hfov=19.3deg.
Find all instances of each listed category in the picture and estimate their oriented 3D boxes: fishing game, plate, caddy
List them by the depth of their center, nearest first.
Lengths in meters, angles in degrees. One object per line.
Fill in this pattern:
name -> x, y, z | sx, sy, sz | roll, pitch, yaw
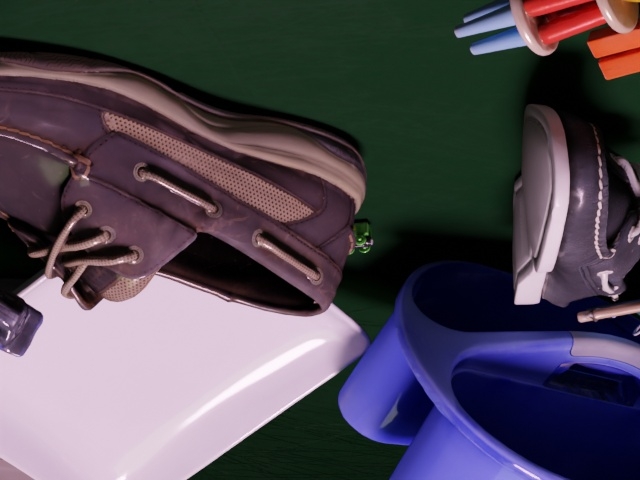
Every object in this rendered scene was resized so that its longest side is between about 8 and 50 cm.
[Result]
fishing game -> 0.299, 0.049, 1.429 | 0.189, 0.041, 0.264 | -10, 176, 16
plate -> -0.140, 0.083, 1.451 | 0.278, 0.045, 0.277 | -36, 135, 11
caddy -> 0.183, 0.138, 1.480 | 0.341, 0.241, 0.179 | 15, 127, -33

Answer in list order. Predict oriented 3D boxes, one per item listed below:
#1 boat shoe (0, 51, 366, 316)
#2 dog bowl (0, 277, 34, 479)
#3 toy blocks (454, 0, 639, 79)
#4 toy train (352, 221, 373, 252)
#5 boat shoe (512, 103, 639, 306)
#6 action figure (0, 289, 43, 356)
boat shoe -> -0.126, -0.027, 1.214 | 0.355, 0.130, 0.132 | 11, 157, -25
dog bowl -> -0.255, 0.129, 1.666 | 0.349, 0.102, 0.349 | -1, 159, 0
toy blocks -> 0.164, -0.123, 1.067 | 0.148, 0.054, 0.123 | -14, 155, 32
toy train -> 0.000, 0.000, 1.433 | 0.083, 0.023, 0.017 | -6, 150, 16
boat shoe -> 0.179, -0.023, 1.266 | 0.091, 0.114, 0.302 | -2, 172, 3
action figure -> -0.262, -0.094, 0.997 | 0.341, 0.178, 0.330 | 32, 157, -10
